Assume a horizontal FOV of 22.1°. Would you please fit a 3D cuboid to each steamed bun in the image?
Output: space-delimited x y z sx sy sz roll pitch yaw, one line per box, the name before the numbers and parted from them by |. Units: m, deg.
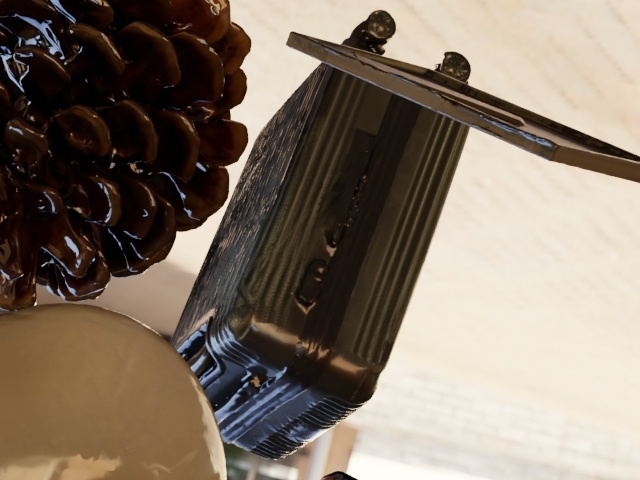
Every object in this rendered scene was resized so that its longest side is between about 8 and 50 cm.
steamed bun | -0.154 0.130 0.784 0.228 0.177 0.131 -19 -168 -11

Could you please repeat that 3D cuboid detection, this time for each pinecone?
pinecone | -0.179 -0.073 1.079 0.246 0.246 0.292 13 -151 9

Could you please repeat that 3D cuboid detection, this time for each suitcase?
suitcase | 0.000 0.000 1.218 0.128 0.312 0.202 29 149 -12

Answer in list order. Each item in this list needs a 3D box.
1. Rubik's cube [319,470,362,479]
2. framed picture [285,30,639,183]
Rubik's cube | -0.025 0.233 0.765 0.250 0.234 0.284 45 161 45
framed picture | 0.071 -0.057 0.711 0.149 0.011 0.109 28 -168 37
